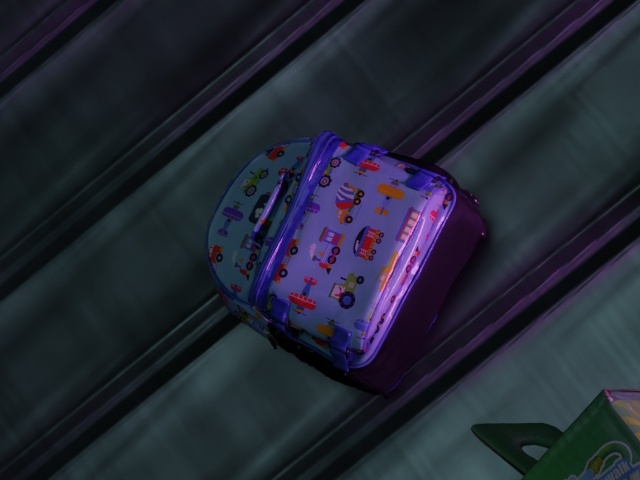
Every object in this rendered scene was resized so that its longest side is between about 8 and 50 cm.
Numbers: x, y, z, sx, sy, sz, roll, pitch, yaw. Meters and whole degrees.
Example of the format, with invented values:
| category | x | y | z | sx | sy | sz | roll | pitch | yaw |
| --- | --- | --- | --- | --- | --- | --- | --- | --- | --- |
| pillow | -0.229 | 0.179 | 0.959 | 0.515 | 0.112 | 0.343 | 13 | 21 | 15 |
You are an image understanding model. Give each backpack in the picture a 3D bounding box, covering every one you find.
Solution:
| category | x | y | z | sx | sy | sz | roll | pitch | yaw |
| --- | --- | --- | --- | --- | --- | --- | --- | --- | --- |
| backpack | 0.000 | 0.000 | 1.282 | 0.173 | 0.117 | 0.158 | 28 | 85 | 25 |

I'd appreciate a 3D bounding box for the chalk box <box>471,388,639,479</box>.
| category | x | y | z | sx | sy | sz | roll | pitch | yaw |
| --- | --- | --- | --- | --- | --- | --- | --- | --- | --- |
| chalk box | 0.200 | 0.200 | 1.092 | 0.179 | 0.180 | 0.289 | -51 | 58 | 26 |
